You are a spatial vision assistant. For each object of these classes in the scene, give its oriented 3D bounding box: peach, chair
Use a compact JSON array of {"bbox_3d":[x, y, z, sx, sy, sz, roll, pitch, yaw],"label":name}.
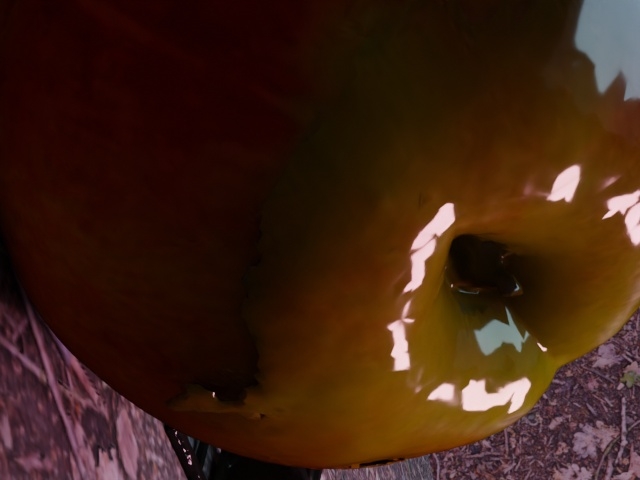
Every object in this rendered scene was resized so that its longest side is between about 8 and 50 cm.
[{"bbox_3d":[-0.003,-0.075,0.544,0.370,0.370,0.370,-15,90,-84],"label":"peach"},{"bbox_3d":[-0.030,0.182,0.768,0.101,0.084,0.212,-80,154,-66],"label":"chair"}]
